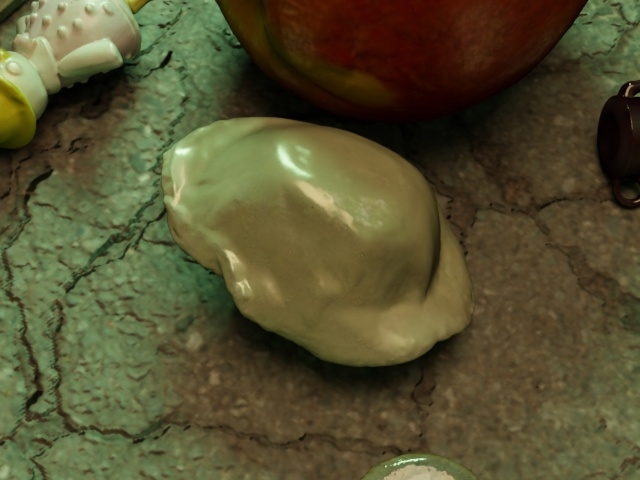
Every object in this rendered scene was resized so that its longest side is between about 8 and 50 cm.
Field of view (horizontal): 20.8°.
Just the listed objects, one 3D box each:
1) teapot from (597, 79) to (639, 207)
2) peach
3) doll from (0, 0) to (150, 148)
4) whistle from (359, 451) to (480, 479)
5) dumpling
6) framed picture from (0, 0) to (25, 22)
[{"bbox_3d":[0.243,-0.076,1.342,0.045,0.068,0.100,-2,94,-11],"label":"teapot"},{"bbox_3d":[0.073,-0.249,1.306,0.332,0.308,0.308,-24,64,-28],"label":"peach"},{"bbox_3d":[-0.205,-0.139,1.317,0.129,0.081,0.207,20,55,43],"label":"doll"},{"bbox_3d":[0.024,0.199,1.148,0.220,0.057,0.107,-6,72,-6],"label":"whistle"},{"bbox_3d":[0.000,0.000,1.228,0.250,0.132,0.162,25,48,-9],"label":"dumpling"},{"bbox_3d":[-0.332,-0.314,1.446,0.324,0.020,0.240,35,61,14],"label":"framed picture"}]
